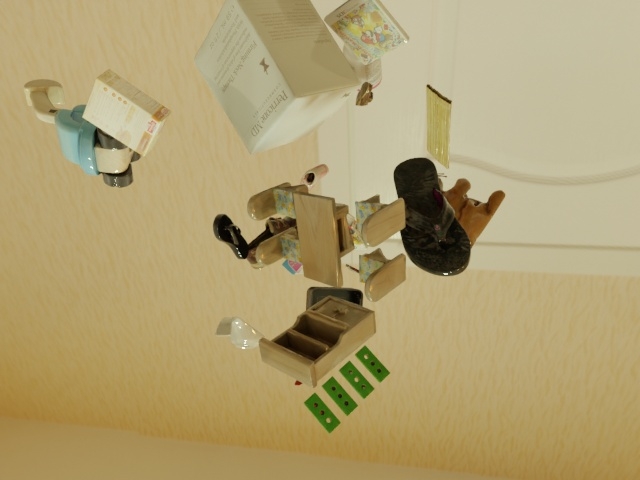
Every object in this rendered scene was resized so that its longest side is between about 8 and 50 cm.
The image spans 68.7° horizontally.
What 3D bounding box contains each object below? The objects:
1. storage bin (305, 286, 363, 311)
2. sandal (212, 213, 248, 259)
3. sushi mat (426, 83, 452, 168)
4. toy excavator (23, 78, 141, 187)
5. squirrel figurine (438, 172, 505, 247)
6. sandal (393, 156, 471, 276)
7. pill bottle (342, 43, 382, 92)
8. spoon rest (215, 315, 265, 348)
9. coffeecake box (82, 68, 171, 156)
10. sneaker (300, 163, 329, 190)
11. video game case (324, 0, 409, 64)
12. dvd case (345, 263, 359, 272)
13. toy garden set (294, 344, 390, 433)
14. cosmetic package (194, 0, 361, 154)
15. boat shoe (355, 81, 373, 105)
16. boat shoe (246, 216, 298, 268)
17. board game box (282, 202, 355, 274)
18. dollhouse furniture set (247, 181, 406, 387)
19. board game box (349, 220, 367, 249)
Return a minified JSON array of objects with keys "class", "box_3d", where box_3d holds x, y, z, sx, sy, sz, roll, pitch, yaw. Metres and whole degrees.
[{"class":"storage bin","box_3d":[0.046,0.221,1.592,0.180,0.121,0.084,3,177,-13]},{"class":"sandal","box_3d":[-0.311,-0.018,1.696,0.055,0.254,0.097,-2,-118,19]},{"class":"sushi mat","box_3d":[0.441,-0.419,1.753,0.019,0.316,0.151,-28,-128,-8]},{"class":"toy excavator","box_3d":[-0.883,-0.427,1.699,0.446,0.222,0.432,7,-135,-12]},{"class":"squirrel figurine","box_3d":[0.518,-0.109,2.035,0.371,0.281,0.396,33,-103,12]},{"class":"sandal","box_3d":[0.284,-0.090,1.298,0.168,0.107,0.445,-18,-132,8]},{"class":"pill bottle","box_3d":[0.184,-0.797,2.048,0.161,0.283,0.160,-4,-112,9]},{"class":"spoon rest","box_3d":[-0.288,0.327,1.668,0.138,0.276,0.084,-2,-112,12]},{"class":"coffeecake box","box_3d":[-0.520,-0.339,1.259,0.186,0.142,0.068,34,-140,-15]},{"class":"sneaker","box_3d":[-0.037,-0.185,1.431,0.070,0.051,0.134,-36,-178,-41]},{"class":"video game case","box_3d":[0.157,-0.722,1.599,0.206,0.227,0.026,-10,-127,49]},{"class":"dvd case","box_3d":[0.165,0.136,1.956,0.120,0.087,0.013,25,-96,21]},{"class":"toy garden set","box_3d":[0.043,0.390,1.348,0.244,0.049,0.204,-37,-105,-23]},{"class":"cosmetic package","box_3d":[-0.147,-0.570,1.585,0.328,0.393,0.329,-28,175,-42]},{"class":"boat shoe","box_3d":[0.196,-0.619,1.986,0.060,0.064,0.178,9,173,-8]},{"class":"boat shoe","box_3d":[-0.174,-0.036,1.898,0.342,0.123,0.123,-41,-144,-8]},{"class":"board game box","box_3d":[0.000,0.000,1.881,0.064,0.316,0.242,41,-175,12]},{"class":"dollhouse furniture set","box_3d":[-0.019,0.091,1.098,0.362,0.393,0.257,14,-149,39]},{"class":"board game box","box_3d":[0.048,-0.028,2.156,0.306,0.193,0.053,-1,-123,30]}]
